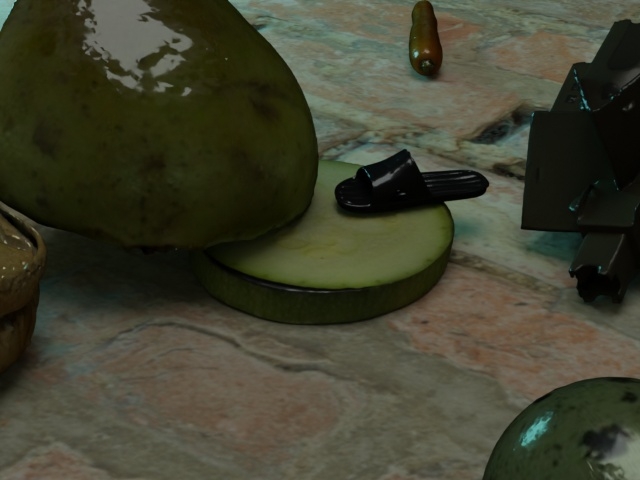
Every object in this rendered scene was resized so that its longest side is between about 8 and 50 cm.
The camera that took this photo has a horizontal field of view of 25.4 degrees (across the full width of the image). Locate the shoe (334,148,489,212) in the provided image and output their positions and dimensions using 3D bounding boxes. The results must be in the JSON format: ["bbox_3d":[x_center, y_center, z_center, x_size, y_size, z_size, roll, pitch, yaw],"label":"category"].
[{"bbox_3d":[0.089,-0.065,1.364,0.159,0.053,0.062,-4,34,-19],"label":"shoe"}]

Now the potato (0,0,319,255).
[{"bbox_3d":[-0.129,-0.146,1.297,0.280,0.213,0.330,23,32,15],"label":"potato"}]

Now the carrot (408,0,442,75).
[{"bbox_3d":[0.135,-0.269,1.845,0.043,0.043,0.248,2,26,2],"label":"carrot"}]

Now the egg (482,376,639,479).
[{"bbox_3d":[0.199,0.187,0.870,0.177,0.177,0.228,-16,46,-29],"label":"egg"}]

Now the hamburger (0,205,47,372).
[{"bbox_3d":[-0.350,0.040,1.154,0.243,0.146,0.286,10,22,3],"label":"hamburger"}]

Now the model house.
[{"bbox_3d":[0.286,-0.061,1.315,0.211,0.204,0.243,3,49,36],"label":"model house"}]

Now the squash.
[{"bbox_3d":[0.000,0.000,1.343,0.252,0.049,0.252,2,30,-1],"label":"squash"}]
